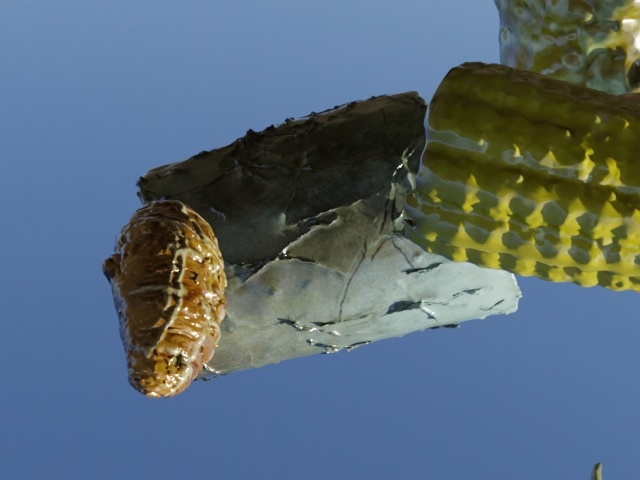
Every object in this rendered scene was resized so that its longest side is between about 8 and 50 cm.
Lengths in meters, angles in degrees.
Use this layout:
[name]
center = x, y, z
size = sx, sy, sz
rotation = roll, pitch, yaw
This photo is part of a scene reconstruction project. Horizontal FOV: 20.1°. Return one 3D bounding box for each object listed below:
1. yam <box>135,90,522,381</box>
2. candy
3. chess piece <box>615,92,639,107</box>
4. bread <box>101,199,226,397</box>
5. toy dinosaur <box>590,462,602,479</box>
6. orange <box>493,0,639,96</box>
[yam]
center = 0.000, 0.000, 1.739
size = 0.348, 0.241, 0.241
rotation = -15, -154, -7
[candy]
center = 0.145, -0.021, 0.893
size = 0.199, 0.094, 0.106
rotation = 15, -130, 6
[chess piece]
center = 0.270, -0.055, 1.452
size = 0.143, 0.142, 0.261
rotation = 13, -177, 4
[bread]
center = -0.115, 0.029, 1.398
size = 0.105, 0.076, 0.233
rotation = 51, -163, -30
[toy dinosaur]
center = 0.295, 0.344, 1.542
size = 0.251, 0.072, 0.200
rotation = 43, -154, -25
[orange]
center = 0.276, -0.231, 1.790
size = 0.210, 0.368, 0.271
rotation = -1, -157, 18
